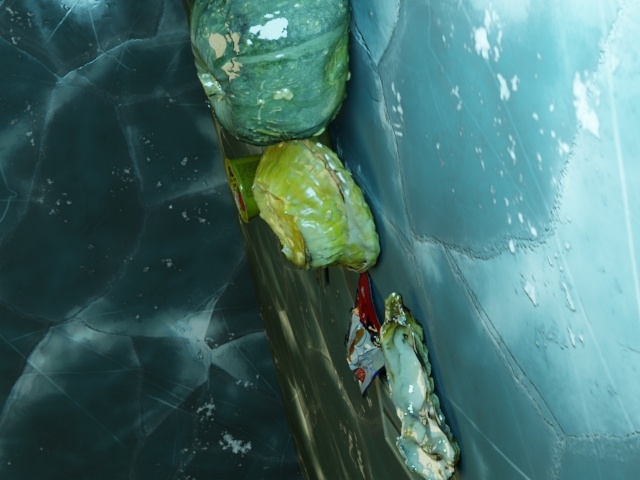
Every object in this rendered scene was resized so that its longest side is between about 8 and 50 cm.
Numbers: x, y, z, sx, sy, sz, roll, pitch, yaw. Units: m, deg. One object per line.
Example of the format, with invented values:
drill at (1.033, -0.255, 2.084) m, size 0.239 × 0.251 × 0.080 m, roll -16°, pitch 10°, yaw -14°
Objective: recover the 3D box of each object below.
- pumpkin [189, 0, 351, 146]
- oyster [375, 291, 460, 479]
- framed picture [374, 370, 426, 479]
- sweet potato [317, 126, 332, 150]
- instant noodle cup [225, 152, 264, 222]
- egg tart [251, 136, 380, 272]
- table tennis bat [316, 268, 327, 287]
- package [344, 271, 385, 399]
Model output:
pumpkin at (-0.076, -0.304, 1.372) m, size 0.291 × 0.257 × 0.328 m, roll 50°, pitch 160°, yaw 48°
oyster at (0.169, 0.251, 1.459) m, size 0.128 × 0.078 × 0.345 m, roll -6°, pitch 99°, yaw 57°
framed picture at (0.176, 0.411, 1.763) m, size 0.289 × 0.016 × 0.213 m, roll -128°, pitch 25°, yaw -62°
sweet potato at (-0.007, -0.218, 1.665) m, size 0.069 × 0.059 × 0.249 m, roll -68°, pitch -36°, yaw -47°
instant noodle cup at (-0.155, -0.151, 2.243) m, size 0.182 × 0.144 × 0.182 m, roll 162°, pitch 90°, yaw -78°
egg tart at (-0.029, -0.063, 1.603) m, size 0.345 × 0.132 × 0.345 m, roll 51°, pitch 162°, yaw 23°
table tennis bat at (0.000, 0.000, 2.026) m, size 0.301 × 0.022 × 0.173 m, roll 89°, pitch 162°, yaw -47°
package at (0.097, 0.204, 1.753) m, size 0.269 × 0.071 × 0.194 m, roll 104°, pitch 148°, yaw -44°
